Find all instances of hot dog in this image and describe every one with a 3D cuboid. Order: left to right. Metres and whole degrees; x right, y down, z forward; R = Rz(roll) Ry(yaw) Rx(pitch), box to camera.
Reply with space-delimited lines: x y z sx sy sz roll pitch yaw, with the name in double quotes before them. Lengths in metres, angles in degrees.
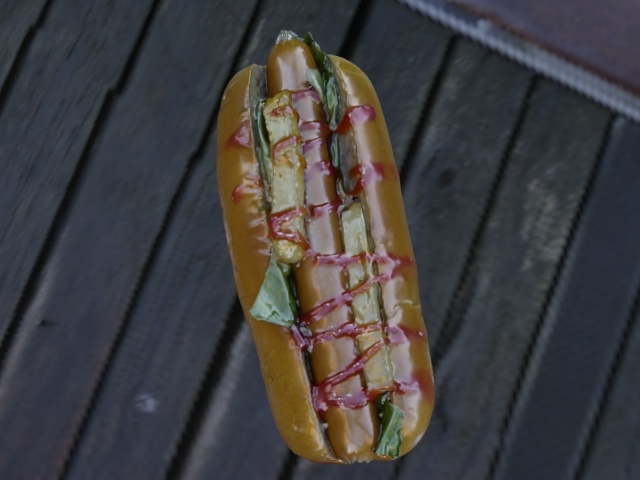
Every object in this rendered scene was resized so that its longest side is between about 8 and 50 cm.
"hot dog" 0.000 0.000 0.994 0.104 0.076 0.250 -7 80 -4
